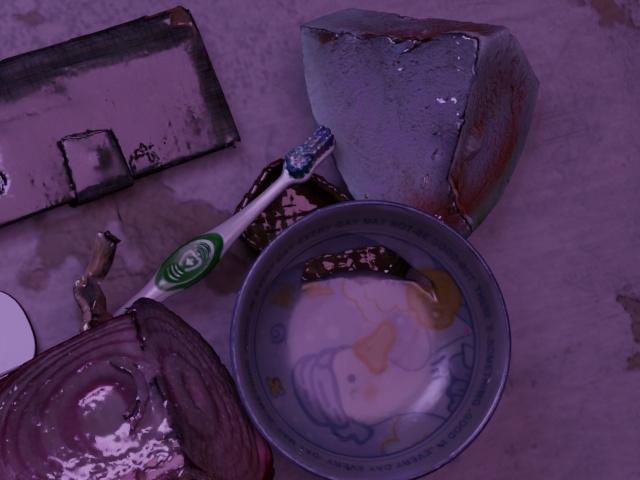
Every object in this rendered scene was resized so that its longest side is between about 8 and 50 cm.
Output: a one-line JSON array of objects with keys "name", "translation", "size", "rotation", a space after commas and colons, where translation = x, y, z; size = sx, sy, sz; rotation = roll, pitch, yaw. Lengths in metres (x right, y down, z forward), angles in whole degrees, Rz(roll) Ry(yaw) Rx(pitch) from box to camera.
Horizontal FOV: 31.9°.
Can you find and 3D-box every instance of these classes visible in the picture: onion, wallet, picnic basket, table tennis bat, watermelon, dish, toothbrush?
[{"name": "onion", "translation": [-0.188, 0.199, 1.012], "size": [0.230, 0.272, 0.256], "rotation": [-36, 124, 5]}, {"name": "wallet", "translation": [-0.252, -0.124, 1.151], "size": [0.317, 0.044, 0.169], "rotation": [-21, 88, -20]}, {"name": "picnic basket", "translation": [0.000, 0.000, 1.204], "size": [0.193, 0.055, 0.110], "rotation": [36, 78, -9]}, {"name": "table tennis bat", "translation": [-0.313, 0.121, 1.087], "size": [0.087, 0.013, 0.157], "rotation": [-22, 79, -15]}, {"name": "watermelon", "translation": [0.154, -0.144, 1.202], "size": [0.289, 0.214, 0.320], "rotation": [-13, 69, -32]}, {"name": "dish", "translation": [0.041, 0.103, 1.125], "size": [0.273, 0.134, 0.274], "rotation": [1, 84, -8]}, {"name": "toothbrush", "translation": [-0.139, 0.031, 1.130], "size": [0.418, 0.040, 0.042], "rotation": [-43, 77, -7]}]
